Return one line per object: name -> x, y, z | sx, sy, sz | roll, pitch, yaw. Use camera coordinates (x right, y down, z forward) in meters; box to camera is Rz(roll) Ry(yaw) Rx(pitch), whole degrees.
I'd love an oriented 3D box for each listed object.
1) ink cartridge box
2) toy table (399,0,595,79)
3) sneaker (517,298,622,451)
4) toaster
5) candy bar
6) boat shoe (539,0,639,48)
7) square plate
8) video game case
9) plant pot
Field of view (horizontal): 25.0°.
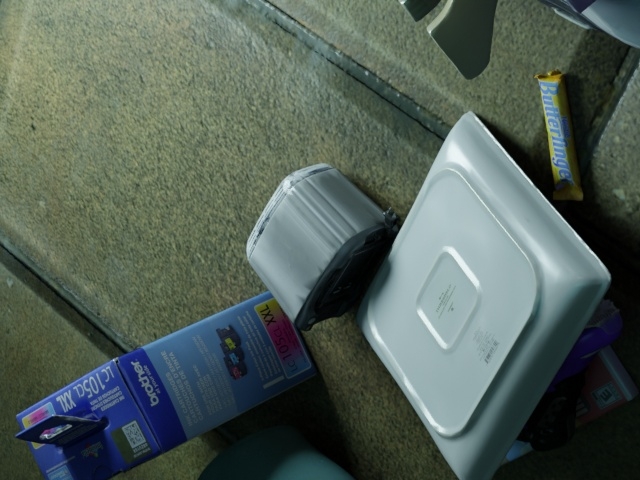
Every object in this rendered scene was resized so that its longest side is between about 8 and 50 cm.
ink cartridge box -> -0.235, 0.227, 2.033 | 0.270, 0.395, 0.151 | -30, 86, 42
toy table -> 0.140, -0.305, 1.486 | 0.161, 0.252, 0.274 | -38, 97, 11
sneaker -> 0.280, 0.176, 1.760 | 0.293, 0.102, 0.146 | -35, 83, 49
toaster -> 0.000, 0.000, 1.936 | 0.146, 0.129, 0.227 | 46, 131, 19
candy bar -> 0.285, -0.126, 1.726 | 0.040, 0.018, 0.161 | 0, 107, 39
boat shoe -> 0.306, -0.281, 1.596 | 0.301, 0.102, 0.108 | 27, 91, 23
square plate -> 0.172, 0.072, 1.758 | 0.344, 0.049, 0.347 | 57, 131, 44
video game case -> 0.248, 0.168, 1.863 | 0.285, 0.025, 0.204 | -38, 82, 42
plant pot -> -0.046, 0.415, 2.056 | 0.255, 0.271, 0.272 | 54, 133, 29
